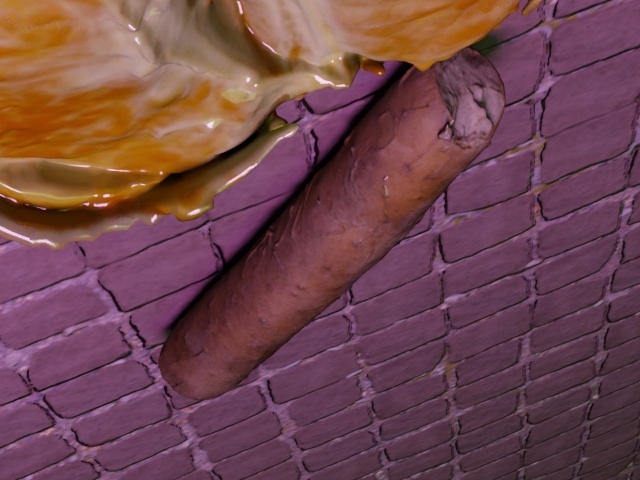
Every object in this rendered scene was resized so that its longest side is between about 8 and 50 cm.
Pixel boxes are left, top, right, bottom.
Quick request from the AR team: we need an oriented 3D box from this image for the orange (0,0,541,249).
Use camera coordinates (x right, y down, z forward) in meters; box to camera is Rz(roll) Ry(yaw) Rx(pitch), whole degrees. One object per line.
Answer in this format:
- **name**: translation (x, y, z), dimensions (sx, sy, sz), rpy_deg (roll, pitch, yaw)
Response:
- **orange**: translation (-0.062, -0.128, 0.678), dimensions (0.334, 0.196, 0.262), rpy_deg (-33, 141, 11)

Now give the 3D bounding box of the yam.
- **yam**: translation (0.000, 0.000, 1.159), dimensions (0.083, 0.083, 0.371), rpy_deg (-5, 152, -38)
